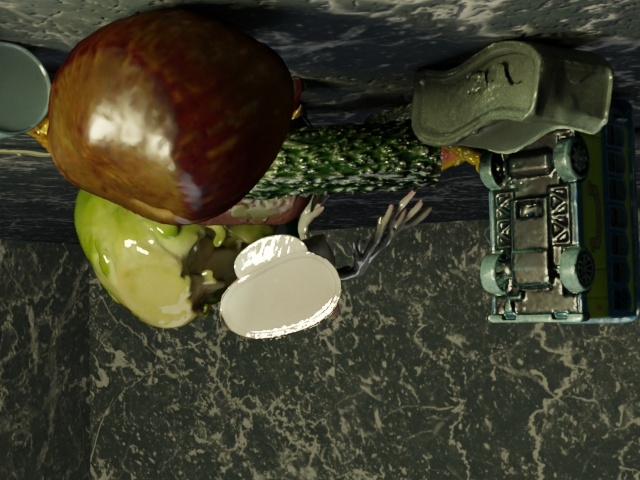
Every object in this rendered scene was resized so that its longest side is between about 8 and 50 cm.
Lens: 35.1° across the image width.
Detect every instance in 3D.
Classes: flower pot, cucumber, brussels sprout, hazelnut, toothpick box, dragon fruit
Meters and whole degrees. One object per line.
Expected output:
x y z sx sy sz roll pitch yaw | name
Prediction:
0.210 -0.160 1.146 0.108 0.103 0.229 2 175 -31 | flower pot
-0.029 -0.095 1.262 0.359 0.096 0.096 -6 176 -5 | cucumber
-0.233 -0.015 1.613 0.315 0.276 0.371 11 -154 11 | brussels sprout
-0.144 -0.132 0.967 0.234 0.218 0.218 18 -176 23 | hazelnut
-0.369 -0.152 1.102 0.101 0.101 0.153 2 173 -39 | toothpick box
-0.059 -0.170 1.243 0.083 0.060 0.056 4 177 -32 | dragon fruit

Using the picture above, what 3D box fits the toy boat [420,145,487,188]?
0.190 -0.138 1.542 0.141 0.099 0.318 3 178 -12 | toy boat

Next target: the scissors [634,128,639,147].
0.613 -0.175 1.597 0.256 0.029 0.383 0 175 -31 | scissors

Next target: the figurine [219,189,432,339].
0.009 0.011 1.554 0.206 0.284 0.315 34 -163 2 | figurine

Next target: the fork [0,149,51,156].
-0.521 -0.151 1.674 0.219 0.028 0.034 -4 170 -22 | fork

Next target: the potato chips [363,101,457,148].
0.103 -0.136 1.369 0.228 0.059 0.167 -18 165 15 | potato chips

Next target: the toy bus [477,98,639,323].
0.325 -0.042 1.369 0.152 0.312 0.190 -5 175 44 | toy bus

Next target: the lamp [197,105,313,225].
-0.113 -0.108 1.384 0.258 0.180 0.180 0 176 -20 | lamp

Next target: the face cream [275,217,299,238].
-0.217 -0.017 2.138 0.312 0.219 0.357 16 -170 27 | face cream

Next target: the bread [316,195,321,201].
-0.082 -0.108 1.917 0.245 0.094 0.102 -4 -176 45 | bread

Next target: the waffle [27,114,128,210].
-0.303 -0.114 1.264 0.231 0.051 0.229 41 171 -33 | waffle
